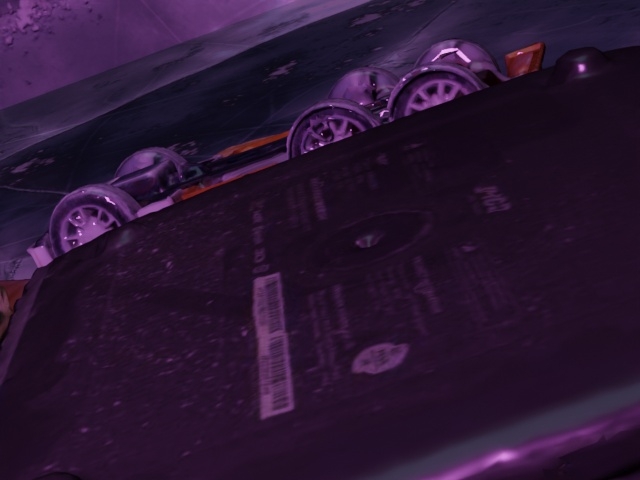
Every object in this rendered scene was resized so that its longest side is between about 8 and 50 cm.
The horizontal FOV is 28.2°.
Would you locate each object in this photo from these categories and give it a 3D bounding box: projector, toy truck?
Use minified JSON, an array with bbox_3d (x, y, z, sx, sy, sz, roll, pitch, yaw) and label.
[{"bbox_3d":[0.054,0.095,0.585,0.405,0.242,0.395,-19,21,3],"label":"projector"},{"bbox_3d":[0.000,0.000,0.933,0.387,0.207,0.173,-18,11,16],"label":"toy truck"}]

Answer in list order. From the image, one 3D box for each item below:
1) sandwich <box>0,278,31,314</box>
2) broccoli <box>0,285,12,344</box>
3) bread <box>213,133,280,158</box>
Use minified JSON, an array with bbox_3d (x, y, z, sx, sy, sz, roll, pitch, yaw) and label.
[{"bbox_3d":[-0.257,0.096,1.055,0.186,0.108,0.220,-16,18,7],"label":"sandwich"},{"bbox_3d":[-0.230,0.152,0.771,0.245,0.288,0.248,-6,-19,-6],"label":"broccoli"},{"bbox_3d":[-0.070,-0.048,1.304,0.106,0.082,0.125,-20,28,27],"label":"bread"}]
